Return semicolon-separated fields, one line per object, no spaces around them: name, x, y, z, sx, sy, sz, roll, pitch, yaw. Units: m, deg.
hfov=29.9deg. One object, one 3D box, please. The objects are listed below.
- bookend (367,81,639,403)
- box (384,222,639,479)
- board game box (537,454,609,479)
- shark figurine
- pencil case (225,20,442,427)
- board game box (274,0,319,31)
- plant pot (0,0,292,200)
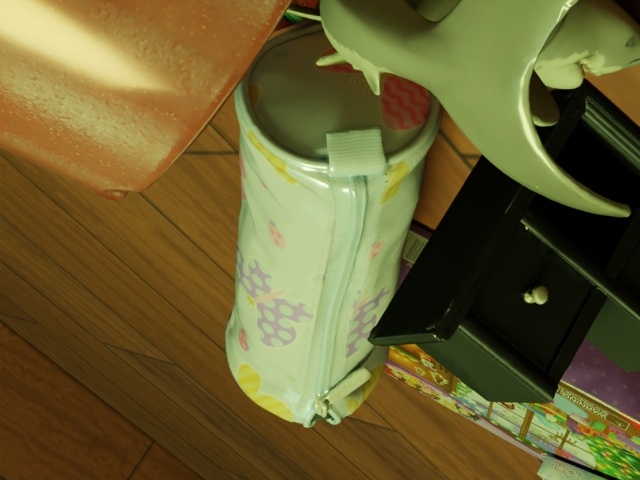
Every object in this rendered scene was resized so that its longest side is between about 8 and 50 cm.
bookend;0.135;0.031;0.621;0.156;0.157;0.072;39;160;-14
box;0.173;0.111;0.901;0.293;0.057;0.201;28;161;15
board game box;0.225;0.208;0.933;0.090;0.020;0.090;18;158;43
shark figurine;0.047;-0.105;0.423;0.166;0.116;0.278;18;-163;11
pencil case;0.000;0.000;0.727;0.113;0.124;0.273;8;140;0
board game box;-0.135;-0.213;0.663;0.281;0.027;0.145;42;160;-23
plant pot;-0.141;-0.165;0.471;0.265;0.272;0.272;31;162;-19
